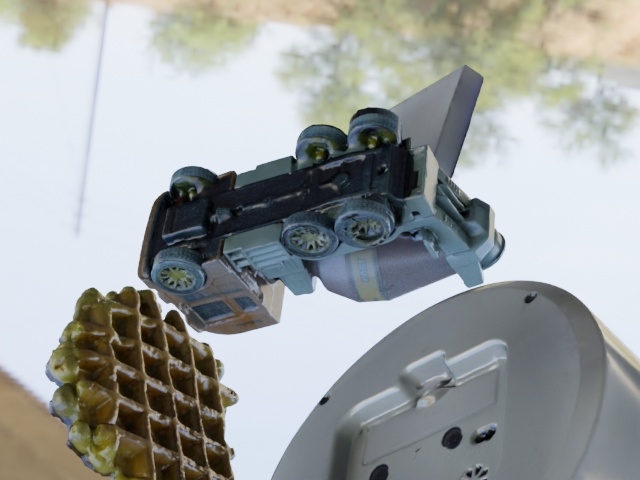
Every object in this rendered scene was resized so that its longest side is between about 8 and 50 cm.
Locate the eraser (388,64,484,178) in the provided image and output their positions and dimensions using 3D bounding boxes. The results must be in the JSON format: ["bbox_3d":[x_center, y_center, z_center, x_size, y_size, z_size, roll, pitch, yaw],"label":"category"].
[{"bbox_3d":[0.070,-0.075,1.348,0.023,0.104,0.150,30,152,-21],"label":"eraser"}]

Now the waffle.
[{"bbox_3d":[-0.172,0.182,1.763,0.281,0.058,0.301,48,-153,-22],"label":"waffle"}]

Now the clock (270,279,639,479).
[{"bbox_3d":[0.070,0.127,0.852,0.083,0.230,0.230,47,176,-25],"label":"clock"}]

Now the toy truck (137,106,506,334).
[{"bbox_3d":[0.000,0.000,1.259,0.256,0.140,0.108,-16,-136,24],"label":"toy truck"}]
